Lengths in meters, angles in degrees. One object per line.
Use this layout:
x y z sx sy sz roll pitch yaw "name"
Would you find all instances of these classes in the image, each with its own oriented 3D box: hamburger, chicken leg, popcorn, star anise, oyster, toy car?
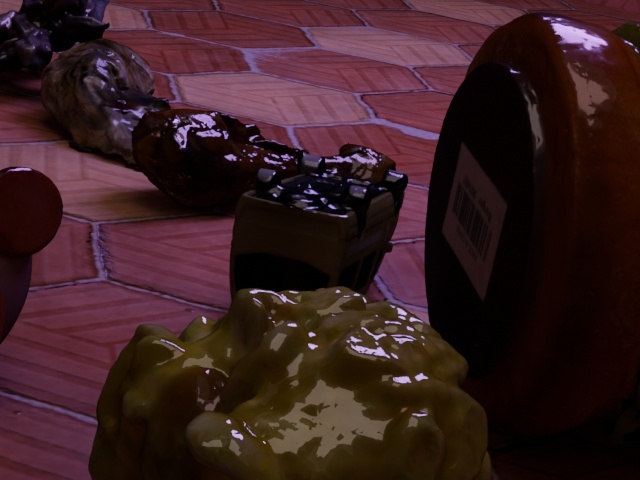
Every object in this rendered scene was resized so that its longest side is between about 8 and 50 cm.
0.229 -0.006 1.159 0.250 0.330 0.330 5 18 -15 "hamburger"
-0.052 -0.073 1.625 0.304 0.093 0.113 7 34 -30 "chicken leg"
-0.022 0.120 0.875 0.235 0.181 0.217 13 19 36 "popcorn"
-0.348 -0.263 1.946 0.212 0.129 0.283 -27 10 7 "star anise"
-0.216 -0.157 1.792 0.166 0.094 0.294 6 22 -37 "oyster"
0.000 0.000 1.352 0.101 0.124 0.257 13 9 12 "toy car"

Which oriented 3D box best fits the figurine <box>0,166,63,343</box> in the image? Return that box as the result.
-0.285 0.018 1.104 0.173 0.173 0.173 8 18 -3 "figurine"
